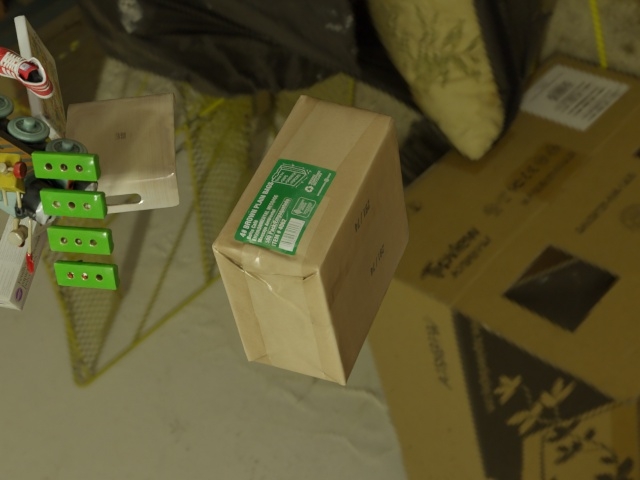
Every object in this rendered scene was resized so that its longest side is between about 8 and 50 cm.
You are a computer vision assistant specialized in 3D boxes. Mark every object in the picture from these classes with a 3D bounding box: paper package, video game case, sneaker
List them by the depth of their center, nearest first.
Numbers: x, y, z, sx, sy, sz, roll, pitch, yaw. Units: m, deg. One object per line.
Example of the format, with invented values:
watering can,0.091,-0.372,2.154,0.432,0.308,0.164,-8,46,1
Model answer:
sneaker,-0.444,-0.255,1.540,0.118,0.042,0.067,31,170,-1
paper package,0.000,0.000,1.591,0.168,0.325,0.309,12,143,21
video game case,-0.573,-0.320,2.185,0.206,0.026,0.227,77,179,-74

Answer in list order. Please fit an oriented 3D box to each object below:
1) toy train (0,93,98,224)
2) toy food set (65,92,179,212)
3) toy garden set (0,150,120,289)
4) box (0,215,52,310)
toy train,-0.570,-0.143,1.900,0.334,0.190,0.142,31,128,13
toy food set,-0.399,-0.178,2.133,0.092,0.219,0.306,88,175,-47
toy garden set,-0.442,-0.042,1.753,0.203,0.049,0.244,4,119,13
box,-0.581,-0.024,2.091,0.067,0.324,0.063,8,159,13
